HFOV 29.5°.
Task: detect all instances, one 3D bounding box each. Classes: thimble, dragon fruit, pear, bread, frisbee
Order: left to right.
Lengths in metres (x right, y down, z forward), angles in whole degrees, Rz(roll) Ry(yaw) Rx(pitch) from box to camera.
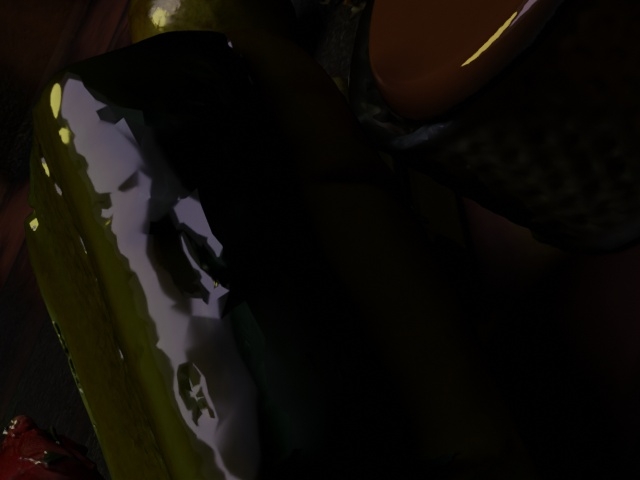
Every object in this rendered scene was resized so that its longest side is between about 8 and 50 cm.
[{"bbox_3d":[-0.298,0.324,1.222,0.269,0.198,0.200,-69,29,28],"label":"dragon fruit"},{"bbox_3d":[-0.121,-0.235,1.388,0.200,0.200,0.200,-48,27,35],"label":"pear"},{"bbox_3d":[-0.032,0.061,0.682,0.376,0.208,0.251,61,148,21],"label":"bread"},{"bbox_3d":[0.097,-0.181,0.659,0.251,0.021,0.251,-50,26,35],"label":"frisbee"},{"bbox_3d":[0.145,-0.139,0.732,0.271,0.150,0.271,-48,27,35],"label":"thimble"}]

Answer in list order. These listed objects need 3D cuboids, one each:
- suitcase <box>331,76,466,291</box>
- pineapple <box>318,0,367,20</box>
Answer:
[{"bbox_3d":[0.000,0.000,0.919,0.194,0.143,0.235,-51,25,30],"label":"suitcase"},{"bbox_3d":[-0.017,-0.425,1.227,0.352,0.300,0.352,-47,33,44],"label":"pineapple"}]
